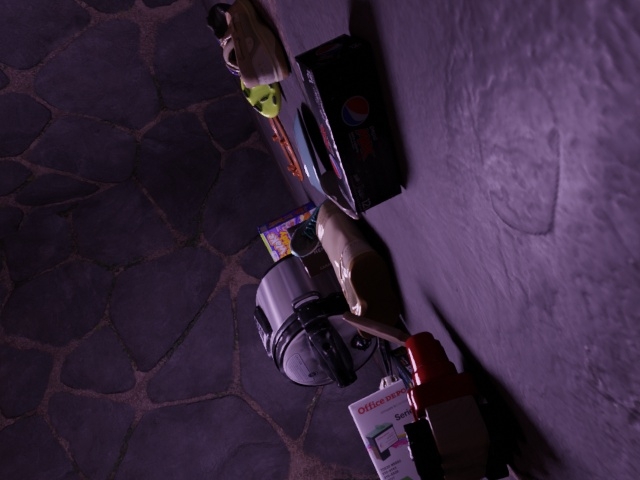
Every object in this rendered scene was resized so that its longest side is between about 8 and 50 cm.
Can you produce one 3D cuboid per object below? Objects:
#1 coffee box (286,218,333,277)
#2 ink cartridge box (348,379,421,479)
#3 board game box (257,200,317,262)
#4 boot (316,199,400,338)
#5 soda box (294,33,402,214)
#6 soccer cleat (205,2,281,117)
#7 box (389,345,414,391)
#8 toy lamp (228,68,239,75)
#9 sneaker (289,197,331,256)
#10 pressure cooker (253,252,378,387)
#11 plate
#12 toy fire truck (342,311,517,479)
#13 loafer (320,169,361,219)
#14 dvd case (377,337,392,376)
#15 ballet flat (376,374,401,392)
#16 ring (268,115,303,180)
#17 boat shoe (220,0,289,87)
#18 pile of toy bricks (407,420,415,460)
[{"bbox_3d":[0.000,0.000,1.149,0.098,0.141,0.246,65,175,-12],"label":"coffee box"},{"bbox_3d":[0.223,0.532,1.175,0.117,0.201,0.278,73,171,-65],"label":"ink cartridge box"},{"bbox_3d":[-0.064,0.051,1.725,0.347,0.233,0.078,65,177,-28],"label":"board game box"},{"bbox_3d":[0.070,0.062,0.893,0.203,0.095,0.262,-120,7,-46],"label":"boot"},{"bbox_3d":[0.033,-0.113,0.448,0.053,0.060,0.169,58,173,50],"label":"soda box"},{"bbox_3d":[-0.166,-0.439,1.068,0.289,0.093,0.121,60,-152,-7],"label":"soccer cleat"},{"bbox_3d":[0.223,0.328,0.919,0.220,0.051,0.175,-163,48,-86],"label":"box"},{"bbox_3d":[-0.251,-0.555,1.361,0.080,0.080,0.274,65,176,-22],"label":"toy lamp"},{"bbox_3d":[-0.010,-0.038,0.955,0.065,0.166,0.076,34,158,7],"label":"sneaker"},{"bbox_3d":[-0.007,0.274,1.465,0.370,0.375,0.420,14,-152,-31],"label":"pressure cooker"},{"bbox_3d":[-0.026,-0.175,0.896,0.188,0.024,0.188,-18,-90,-86],"label":"plate"},{"bbox_3d":[0.143,0.210,0.628,0.217,0.159,0.246,67,-173,-48],"label":"toy fire truck"},{"bbox_3d":[0.037,-0.082,0.802,0.125,0.045,0.039,57,179,44],"label":"loafer"},{"bbox_3d":[0.150,0.216,1.058,0.221,0.018,0.164,70,-166,-55],"label":"dvd case"},{"bbox_3d":[0.271,0.539,1.569,0.280,0.095,0.096,-178,72,-75],"label":"ballet flat"},{"bbox_3d":[-0.147,-0.365,1.591,0.336,0.032,0.336,155,90,-87],"label":"ring"},{"bbox_3d":[-0.155,-0.395,0.880,0.302,0.098,0.109,61,176,40],"label":"boat shoe"},{"bbox_3d":[0.280,0.478,0.965,0.105,0.118,0.212,-58,35,40],"label":"pile of toy bricks"}]
